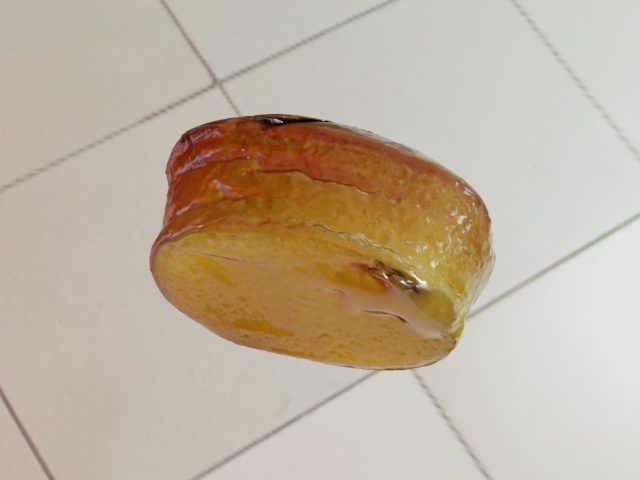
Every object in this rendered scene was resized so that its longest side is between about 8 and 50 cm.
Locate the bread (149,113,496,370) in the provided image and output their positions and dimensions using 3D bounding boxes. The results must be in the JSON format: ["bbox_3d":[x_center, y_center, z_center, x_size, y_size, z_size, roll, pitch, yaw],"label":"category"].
[{"bbox_3d":[0.000,0.000,1.023,0.270,0.195,0.142,10,56,11],"label":"bread"}]
